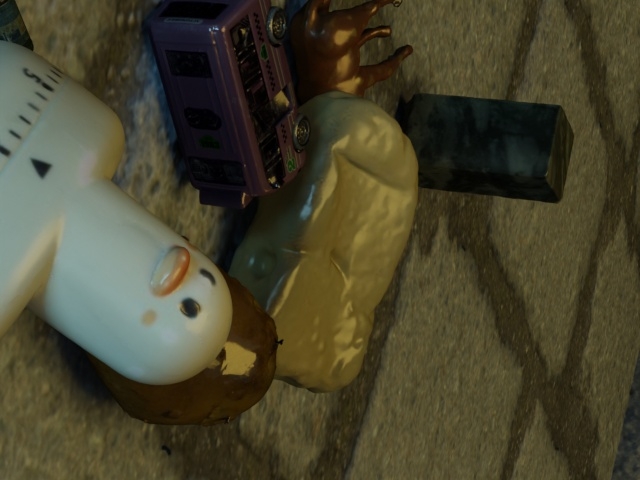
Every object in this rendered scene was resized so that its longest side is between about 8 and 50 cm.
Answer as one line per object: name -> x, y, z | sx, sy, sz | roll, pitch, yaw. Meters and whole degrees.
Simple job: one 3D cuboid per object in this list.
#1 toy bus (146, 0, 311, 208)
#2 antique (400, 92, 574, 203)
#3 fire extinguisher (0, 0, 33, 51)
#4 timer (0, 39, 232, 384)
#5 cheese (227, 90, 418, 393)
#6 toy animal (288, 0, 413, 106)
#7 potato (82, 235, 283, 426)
toy bus -> -0.075, -0.116, 1.251 | 0.098, 0.087, 0.178 | -55, 142, -44
antique -> 0.177, -0.103, 1.717 | 0.088, 0.183, 0.086 | 47, 54, -63
fire extinguisher -> -0.204, -0.141, 1.013 | 0.038, 0.025, 0.083 | -93, 170, -46
timer -> -0.183, 0.015, 0.821 | 0.240, 0.233, 0.233 | 37, 50, -13
cheese -> -0.001, -0.001, 1.393 | 0.159, 0.093, 0.263 | 25, 86, -52
toy animal -> 0.011, -0.122, 1.472 | 0.229, 0.066, 0.224 | -51, 138, -31
potato -> -0.111, 0.070, 1.176 | 0.176, 0.137, 0.137 | 46, 52, -35
